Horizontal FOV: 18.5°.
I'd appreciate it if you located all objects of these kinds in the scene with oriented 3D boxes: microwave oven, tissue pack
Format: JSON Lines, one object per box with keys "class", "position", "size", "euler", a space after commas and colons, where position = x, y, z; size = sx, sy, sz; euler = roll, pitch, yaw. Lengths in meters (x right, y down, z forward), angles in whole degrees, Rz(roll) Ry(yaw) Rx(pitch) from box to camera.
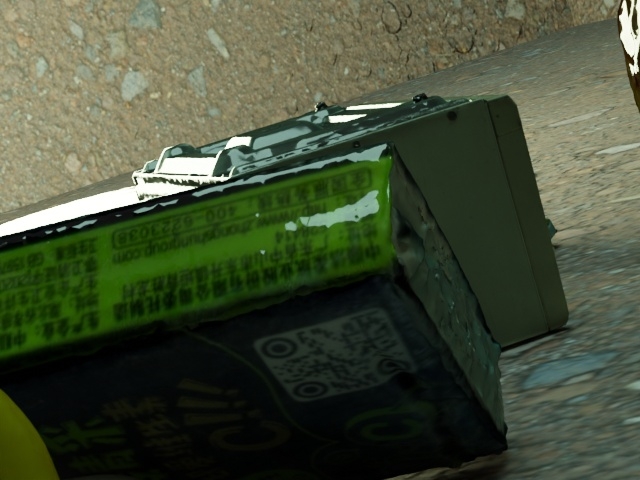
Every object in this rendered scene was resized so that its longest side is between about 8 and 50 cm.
{"class": "microwave oven", "position": [0.000, 0.000, 1.116], "size": [0.194, 0.145, 0.240], "euler": [-15, 7, -16]}
{"class": "tissue pack", "position": [-0.055, 0.051, 0.791], "size": [0.236, 0.073, 0.173], "euler": [-14, -33, 15]}

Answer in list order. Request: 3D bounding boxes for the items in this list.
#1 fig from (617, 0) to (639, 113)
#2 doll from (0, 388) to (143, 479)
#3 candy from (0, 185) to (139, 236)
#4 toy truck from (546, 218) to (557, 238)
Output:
{"class": "fig", "position": [0.296, -0.076, 1.084], "size": [0.217, 0.217, 0.321], "euler": [-16, 35, -1]}
{"class": "doll", "position": [-0.217, 0.110, 0.663], "size": [0.311, 0.159, 0.242], "euler": [-15, 7, 2]}
{"class": "candy", "position": [-0.180, 0.025, 1.490], "size": [0.255, 0.094, 0.255], "euler": [-15, 8, 2]}
{"class": "toy truck", "position": [0.077, -0.014, 1.331], "size": [0.100, 0.077, 0.169], "euler": [-33, 16, -20]}
